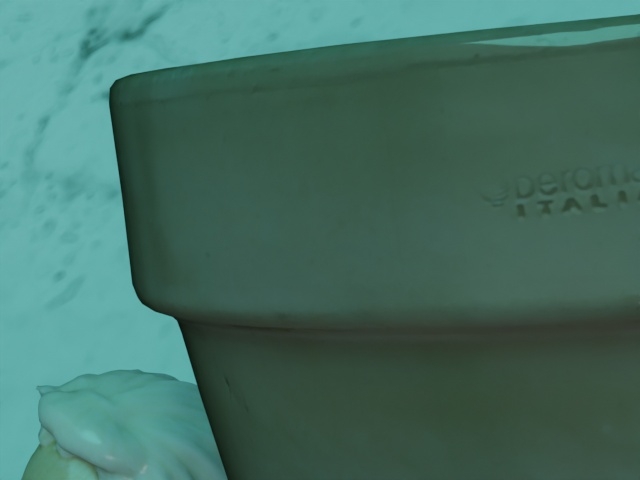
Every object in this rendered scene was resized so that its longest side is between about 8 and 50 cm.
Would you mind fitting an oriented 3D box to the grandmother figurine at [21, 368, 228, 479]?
[{"bbox_3d":[-0.178,0.172,0.786,0.342,0.104,0.208,-39,74,-5],"label":"grandmother figurine"}]

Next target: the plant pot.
[{"bbox_3d":[0.112,0.080,0.532,0.323,0.323,0.280,-4,92,27],"label":"plant pot"}]

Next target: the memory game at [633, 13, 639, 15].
[{"bbox_3d":[0.134,-0.023,0.805,0.186,0.012,0.186,-15,51,19],"label":"memory game"}]
